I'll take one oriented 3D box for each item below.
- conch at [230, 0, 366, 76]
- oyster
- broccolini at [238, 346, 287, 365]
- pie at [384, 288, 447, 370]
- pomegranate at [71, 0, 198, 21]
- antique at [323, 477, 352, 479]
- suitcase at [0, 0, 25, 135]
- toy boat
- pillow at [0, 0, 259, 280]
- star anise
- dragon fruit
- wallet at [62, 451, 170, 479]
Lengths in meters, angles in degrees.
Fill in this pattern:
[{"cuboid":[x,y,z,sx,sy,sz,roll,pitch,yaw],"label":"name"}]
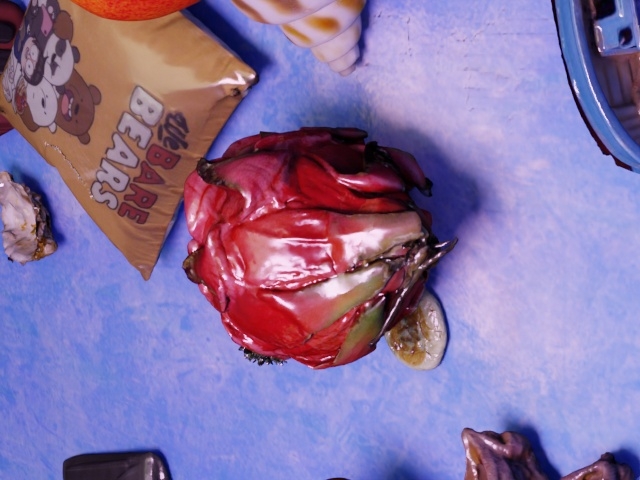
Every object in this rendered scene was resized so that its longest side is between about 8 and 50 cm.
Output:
[{"cuboid":[-0.015,-0.275,1.291,0.148,0.183,0.275,16,127,14],"label":"conch"},{"cuboid":[-0.360,-0.021,1.816,0.148,0.051,0.103,58,141,42],"label":"oyster"},{"cuboid":[-0.049,0.027,1.500,0.074,0.058,0.201,-7,79,35],"label":"broccolini"},{"cuboid":[0.087,0.082,1.368,0.085,0.017,0.085,16,113,45],"label":"pie"},{"cuboid":[-0.189,-0.325,1.372,0.256,0.221,0.221,35,142,-20],"label":"pomegranate"},{"cuboid":[0.037,0.344,1.372,0.223,0.129,0.278,43,152,52],"label":"antique"},{"cuboid":[-0.505,-0.194,1.748,0.236,0.297,0.161,-15,81,48],"label":"suitcase"},{"cuboid":[0.231,-0.154,1.084,0.097,0.100,0.223,-9,95,63],"label":"toy boat"},{"cuboid":[-0.222,-0.160,1.566,0.312,0.119,0.310,46,127,19],"label":"pillow"},{"cuboid":[0.190,0.254,1.248,0.214,0.099,0.220,-50,57,27],"label":"star anise"},{"cuboid":[0.000,0.000,1.276,0.293,0.233,0.234,-5,96,66],"label":"dragon fruit"},{"cuboid":[-0.252,0.344,1.800,0.245,0.052,0.169,-14,86,51],"label":"wallet"}]
